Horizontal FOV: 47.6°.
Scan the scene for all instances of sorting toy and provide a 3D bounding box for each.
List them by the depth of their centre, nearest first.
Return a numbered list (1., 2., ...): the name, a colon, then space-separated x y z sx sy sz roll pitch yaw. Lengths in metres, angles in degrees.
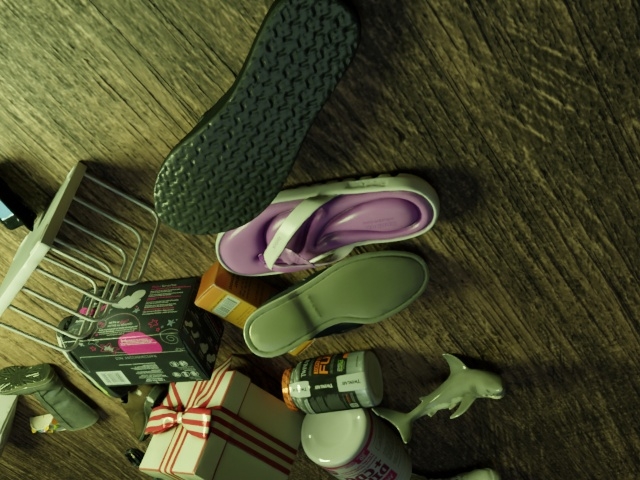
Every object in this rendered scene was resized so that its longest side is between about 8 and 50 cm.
1. sorting toy: -0.682 0.470 1.842 0.083 0.044 0.075 -15 149 23

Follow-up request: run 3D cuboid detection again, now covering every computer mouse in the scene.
1. computer mouse: -0.445 0.635 1.958 0.071 0.041 0.242 -21 127 28

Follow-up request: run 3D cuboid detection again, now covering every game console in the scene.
1. game console: -0.562 -0.061 1.263 0.107 0.071 0.122 -21 121 26

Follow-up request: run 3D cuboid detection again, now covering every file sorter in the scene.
1. file sorter: -0.432 0.045 1.272 0.173 0.192 0.278 31 131 -23

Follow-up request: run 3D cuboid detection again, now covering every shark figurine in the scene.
1. shark figurine: 0.254 0.294 1.474 0.278 0.166 0.116 -30 89 29

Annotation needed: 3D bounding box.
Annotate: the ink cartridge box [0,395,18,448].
1. ink cartridge box: -0.901 0.426 1.771 0.278 0.117 0.201 21 134 -11

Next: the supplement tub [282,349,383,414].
1. supplement tub: 0.024 0.294 1.494 0.191 0.117 0.117 -12 131 19

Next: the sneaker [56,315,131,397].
1. sneaker: -0.505 0.261 1.569 0.097 0.084 0.234 -3 127 39

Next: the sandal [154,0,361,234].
1. sandal: -0.091 -0.178 1.075 0.168 0.107 0.445 31 118 -19

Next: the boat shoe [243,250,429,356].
1. boat shoe: 0.026 0.107 1.301 0.340 0.113 0.127 -28 95 -3

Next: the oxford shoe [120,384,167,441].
1. oxford shoe: -0.419 0.391 1.700 0.096 0.082 0.227 25 133 7

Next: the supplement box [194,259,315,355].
1. supplement box: -0.117 0.129 1.383 0.233 0.078 0.080 32 127 -22

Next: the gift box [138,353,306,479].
1. gift box: -0.216 0.409 1.562 0.258 0.276 0.255 38 142 -30

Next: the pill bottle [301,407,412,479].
1. pill bottle: 0.089 0.464 1.606 0.161 0.160 0.283 -16 140 23

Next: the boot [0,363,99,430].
1. boot: -0.657 0.379 1.730 0.190 0.076 0.208 -6 140 17

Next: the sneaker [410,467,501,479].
1. sneaker: 0.294 0.620 1.778 0.169 0.108 0.292 25 134 -19

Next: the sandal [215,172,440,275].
1. sandal: -0.008 -0.010 1.209 0.417 0.102 0.169 -18 129 25

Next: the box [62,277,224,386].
1. box: -0.339 0.183 1.427 0.248 0.142 0.163 -6 134 16
